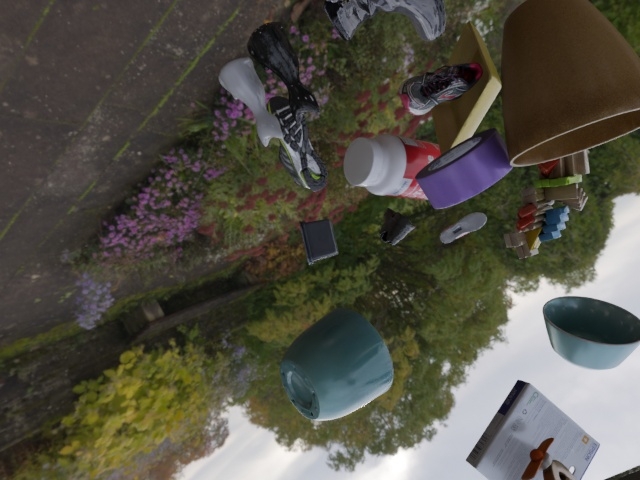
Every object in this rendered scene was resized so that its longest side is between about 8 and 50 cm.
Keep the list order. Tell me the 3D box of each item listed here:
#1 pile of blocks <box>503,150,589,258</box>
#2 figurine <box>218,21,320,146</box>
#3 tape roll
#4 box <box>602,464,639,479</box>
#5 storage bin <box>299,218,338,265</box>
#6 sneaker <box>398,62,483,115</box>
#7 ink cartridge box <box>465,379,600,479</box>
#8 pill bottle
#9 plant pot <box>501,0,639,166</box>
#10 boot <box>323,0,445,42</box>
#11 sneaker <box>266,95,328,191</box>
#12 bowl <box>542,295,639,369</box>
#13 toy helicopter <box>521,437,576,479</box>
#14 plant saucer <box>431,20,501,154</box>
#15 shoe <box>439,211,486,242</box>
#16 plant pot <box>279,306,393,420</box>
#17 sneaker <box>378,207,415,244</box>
[{"bbox_3d":[0.615,-0.093,1.103,0.112,0.149,0.362,-13,122,-31],"label":"pile of blocks"},{"bbox_3d":[-0.118,-0.346,0.933,0.215,0.209,0.092,-21,-168,44],"label":"figurine"},{"bbox_3d":[0.304,-0.152,0.856,0.189,0.080,0.189,-33,-171,6],"label":"tape roll"},{"bbox_3d":[0.395,0.310,0.395,0.163,0.142,0.247,-11,143,-45],"label":"box"},{"bbox_3d":[0.000,0.000,1.209,0.091,0.135,0.098,-13,171,8],"label":"storage bin"},{"bbox_3d":[0.364,-0.481,1.230,0.299,0.121,0.112,-29,-176,-23],"label":"sneaker"},{"bbox_3d":[0.691,0.686,1.302,0.324,0.330,0.071,-50,-175,-11],"label":"ink cartridge box"},{"bbox_3d":[0.301,-0.280,1.539,0.408,0.229,0.229,0,153,-33],"label":"pill bottle"},{"bbox_3d":[0.423,-0.293,0.704,0.237,0.254,0.237,-14,174,-1],"label":"plant pot"},{"bbox_3d":[0.126,-0.511,0.866,0.223,0.118,0.338,-43,139,10],"label":"boot"},{"bbox_3d":[-0.092,-0.282,1.211,0.111,0.300,0.121,-37,-155,-32],"label":"sneaker"},{"bbox_3d":[0.967,0.347,1.448,0.311,0.163,0.311,-4,-158,1],"label":"bowl"},{"bbox_3d":[0.643,0.681,1.097,0.355,0.235,0.140,21,126,-43],"label":"toy helicopter"},{"bbox_3d":[0.491,-0.495,1.356,0.081,0.333,0.333,7,144,-7],"label":"plant saucer"},{"bbox_3d":[0.524,-0.052,1.479,0.178,0.063,0.081,-33,178,23],"label":"shoe"},{"bbox_3d":[0.025,0.376,1.174,0.235,0.293,0.293,-22,167,-36],"label":"plant pot"},{"bbox_3d":[0.290,-0.054,1.651,0.130,0.109,0.286,-51,-177,6],"label":"sneaker"}]
